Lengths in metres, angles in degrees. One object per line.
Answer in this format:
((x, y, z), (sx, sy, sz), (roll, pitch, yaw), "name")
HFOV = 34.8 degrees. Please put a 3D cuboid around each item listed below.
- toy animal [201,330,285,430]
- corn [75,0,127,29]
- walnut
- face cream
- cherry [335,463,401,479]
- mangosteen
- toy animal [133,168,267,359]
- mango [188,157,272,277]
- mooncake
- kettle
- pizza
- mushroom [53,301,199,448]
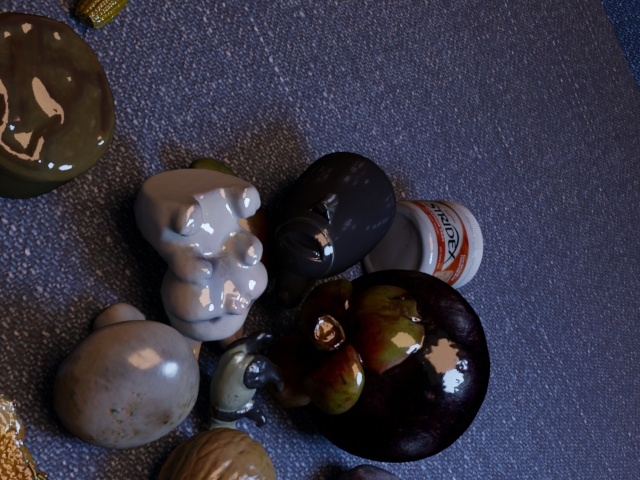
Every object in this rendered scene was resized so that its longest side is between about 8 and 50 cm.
((-0.145, 0.272, 1.812), (0.121, 0.225, 0.094), (-9, 43, -43), "toy animal")
((-0.367, -0.469, 1.843), (0.080, 0.080, 0.231), (45, 57, -27), "corn")
((-0.179, 0.422, 1.717), (0.213, 0.213, 0.213), (13, 71, -42), "walnut")
((0.217, 0.013, 2.196), (0.187, 0.201, 0.201), (-2, 82, -44), "face cream")
((0.101, 0.529, 1.978), (0.195, 0.195, 0.195), (13, 71, -42), "cherry")
((0.105, 0.236, 1.905), (0.435, 0.382, 0.382), (2, 78, -45), "mangosteen")
((-0.216, 0.061, 1.778), (0.196, 0.241, 0.368), (-22, 109, -37), "toy animal")
((-0.161, -0.035, 1.898), (0.268, 0.111, 0.133), (64, 24, -14), "mango")
((-0.469, -0.215, 1.624), (0.284, 0.155, 0.285), (11, 74, -41), "mooncake")
((0.000, 0.000, 1.965), (0.207, 0.268, 0.290), (25, 32, 8), "kettle")
((-0.487, 0.354, 1.530), (0.147, 0.069, 0.226), (-26, 95, -23), "pizza")
((-0.320, 0.207, 1.650), (0.243, 0.243, 0.244), (13, 71, -42), "mushroom")
